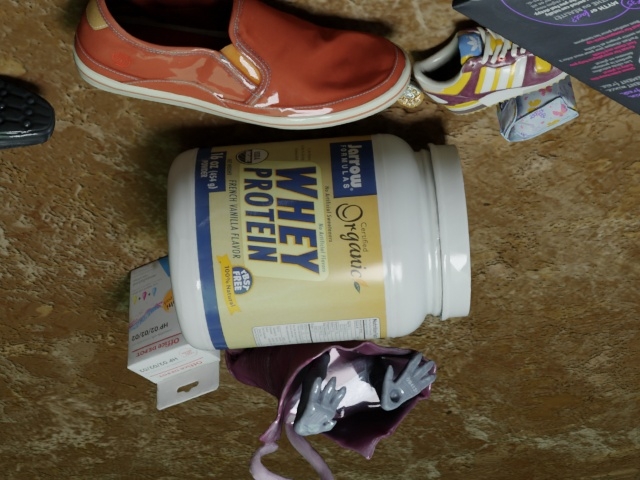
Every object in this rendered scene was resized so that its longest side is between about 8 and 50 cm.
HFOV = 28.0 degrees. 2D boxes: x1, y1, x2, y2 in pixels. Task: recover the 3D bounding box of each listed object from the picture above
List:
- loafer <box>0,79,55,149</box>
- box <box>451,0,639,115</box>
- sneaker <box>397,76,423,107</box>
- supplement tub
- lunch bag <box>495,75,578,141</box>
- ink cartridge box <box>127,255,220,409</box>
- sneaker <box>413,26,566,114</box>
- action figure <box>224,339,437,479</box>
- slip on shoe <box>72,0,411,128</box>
[{"bbox_3d":[-0.387,-0.127,1.335,0.223,0.076,0.078,4,152,-3],"label":"loafer"},{"bbox_3d":[0.271,-0.234,1.128,0.270,0.143,0.165,22,159,-34],"label":"box"},{"bbox_3d":[0.071,-0.170,1.346,0.083,0.037,0.032,35,114,-15],"label":"sneaker"},{"bbox_3d":[0.000,0.000,1.423,0.316,0.228,0.228,-5,147,1],"label":"supplement tub"},{"bbox_3d":[0.221,-0.150,1.354,0.083,0.071,0.053,-26,143,32],"label":"lunch bag"},{"bbox_3d":[-0.185,0.110,1.620,0.104,0.181,0.061,-22,143,26],"label":"ink cartridge box"},{"bbox_3d":[0.183,-0.187,1.294,0.185,0.069,0.084,-26,146,30],"label":"sneaker"},{"bbox_3d":[-0.024,0.172,1.638,0.248,0.276,0.370,30,171,-33],"label":"action figure"},{"bbox_3d":[-0.071,-0.186,1.237,0.331,0.123,0.101,8,142,-8],"label":"slip on shoe"}]
